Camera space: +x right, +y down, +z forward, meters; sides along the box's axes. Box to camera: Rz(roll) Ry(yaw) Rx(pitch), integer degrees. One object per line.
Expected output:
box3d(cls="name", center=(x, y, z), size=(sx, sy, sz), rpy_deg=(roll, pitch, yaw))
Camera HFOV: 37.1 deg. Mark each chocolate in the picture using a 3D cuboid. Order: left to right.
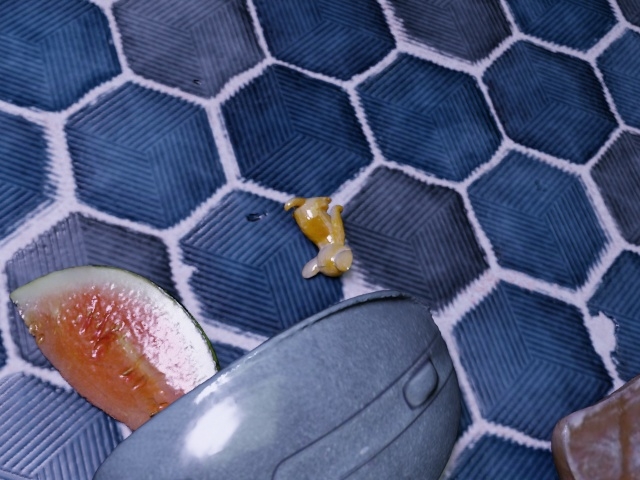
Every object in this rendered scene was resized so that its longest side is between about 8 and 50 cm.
box3d(cls="chocolate", center=(0.332, 0.199, 0.923), size=(0.254, 0.080, 0.157), rpy_deg=(-22, 84, -23))

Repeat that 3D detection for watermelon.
box3d(cls="watermelon", center=(-0.169, 0.100, 0.860), size=(0.245, 0.063, 0.119), rpy_deg=(42, 73, 9))

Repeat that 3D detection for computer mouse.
box3d(cls="computer mouse", center=(-0.012, 0.174, 0.794), size=(0.374, 0.114, 0.203), rpy_deg=(-29, 97, -25))

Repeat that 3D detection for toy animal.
box3d(cls="toy animal", center=(0.000, 0.000, 0.959), size=(0.081, 0.060, 0.083), rpy_deg=(30, 46, -46))
